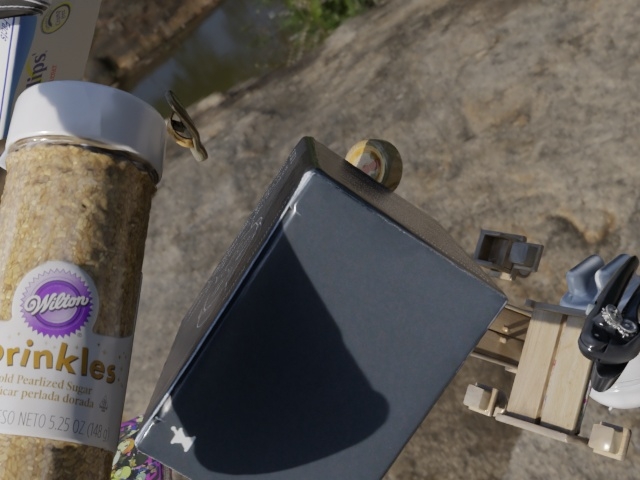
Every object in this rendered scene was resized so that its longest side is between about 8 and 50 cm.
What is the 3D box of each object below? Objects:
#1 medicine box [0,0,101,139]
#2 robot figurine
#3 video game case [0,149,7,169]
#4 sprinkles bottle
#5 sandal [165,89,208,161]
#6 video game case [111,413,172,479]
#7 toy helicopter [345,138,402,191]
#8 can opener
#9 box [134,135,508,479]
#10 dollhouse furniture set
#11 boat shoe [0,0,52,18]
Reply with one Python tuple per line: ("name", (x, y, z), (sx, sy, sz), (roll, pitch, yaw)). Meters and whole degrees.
("medicine box", (-0.440, -0.328, 1.165), (0.149, 0.289, 0.263), (-44, -7, -38))
("robot figurine", (0.633, 0.208, 1.948), (0.200, 0.353, 0.300), (-27, 14, -34))
("video game case", (-0.448, -0.197, 1.460), (0.201, 0.023, 0.183), (-58, 15, -7))
("sprinkles bottle", (-0.195, 0.063, 0.674), (0.121, 0.121, 0.355), (-11, 66, 37))
("sandal", (-0.250, -0.197, 1.655), (0.049, 0.180, 0.072), (-28, 60, -8))
("video game case", (-0.298, 0.351, 1.218), (0.210, 0.042, 0.232), (-23, 33, 3))
("toy helicopter", (0.000, 0.000, 1.305), (0.235, 0.140, 0.355), (47, 119, 33))
("can opener", (0.293, 0.067, 0.895), (0.186, 0.059, 0.073), (-49, -14, -46))
("box", (-0.007, 0.076, 0.969), (0.293, 0.212, 0.395), (-56, 7, 8))
("dollhouse furniture set", (0.396, 0.159, 1.443), (0.355, 0.174, 0.303), (10, 82, 53))
("boat shoe", (-0.394, -0.235, 0.952), (0.228, 0.076, 0.080), (-1, 4, -5))
